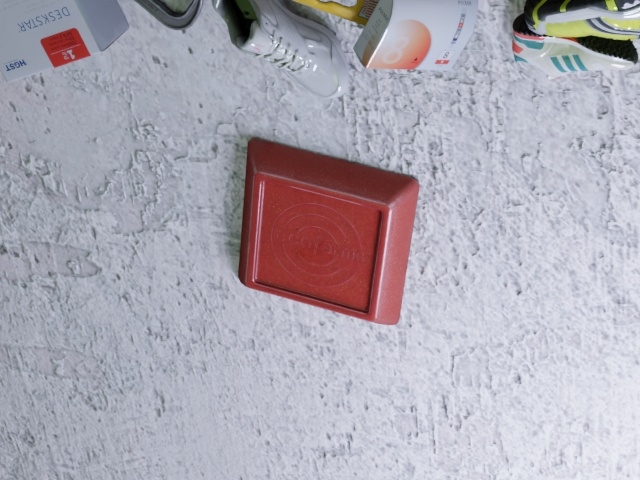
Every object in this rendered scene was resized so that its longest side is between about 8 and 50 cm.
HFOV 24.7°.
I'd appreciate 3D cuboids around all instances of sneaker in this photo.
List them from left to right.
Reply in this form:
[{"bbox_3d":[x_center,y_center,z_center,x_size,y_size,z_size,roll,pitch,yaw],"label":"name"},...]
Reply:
[{"bbox_3d":[-0.062,-0.262,1.927,0.232,0.115,0.090,42,126,-7],"label":"sneaker"},{"bbox_3d":[0.317,-0.235,1.839,0.161,0.057,0.075,15,142,11],"label":"sneaker"},{"bbox_3d":[0.422,-0.280,1.710,0.384,0.145,0.147,-5,133,33],"label":"sneaker"}]

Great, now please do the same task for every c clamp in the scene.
[{"bbox_3d":[-0.217,-0.365,1.982,0.160,0.022,0.137,44,126,-8],"label":"c clamp"}]

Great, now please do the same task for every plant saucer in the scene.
[{"bbox_3d":[0.000,0.000,2.112,0.258,0.048,0.259,15,124,12],"label":"plant saucer"}]

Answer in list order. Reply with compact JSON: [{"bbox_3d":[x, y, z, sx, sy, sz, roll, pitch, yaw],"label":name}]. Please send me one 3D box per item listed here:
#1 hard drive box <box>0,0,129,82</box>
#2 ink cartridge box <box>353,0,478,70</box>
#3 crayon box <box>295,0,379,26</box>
[{"bbox_3d":[-0.401,-0.357,2.020,0.181,0.089,0.232,-14,115,29],"label":"hard drive box"},{"bbox_3d":[0.141,-0.289,1.818,0.179,0.145,0.045,-57,49,39],"label":"ink cartridge box"},{"bbox_3d":[0.059,-0.424,1.752,0.203,0.083,0.323,17,129,-19],"label":"crayon box"}]
